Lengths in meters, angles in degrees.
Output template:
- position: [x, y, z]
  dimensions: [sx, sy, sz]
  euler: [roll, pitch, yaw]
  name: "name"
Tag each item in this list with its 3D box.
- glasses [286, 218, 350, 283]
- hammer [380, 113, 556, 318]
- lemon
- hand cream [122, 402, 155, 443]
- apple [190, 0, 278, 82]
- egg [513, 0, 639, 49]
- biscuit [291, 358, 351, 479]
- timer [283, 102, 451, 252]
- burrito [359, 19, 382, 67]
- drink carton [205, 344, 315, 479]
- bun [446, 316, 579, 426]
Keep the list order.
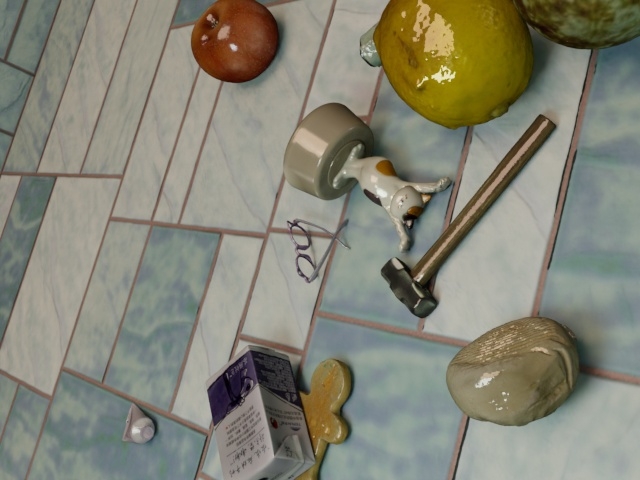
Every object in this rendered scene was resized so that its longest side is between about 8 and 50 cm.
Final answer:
- position: [0.000, 0.000, 1.444]
  dimensions: [0.104, 0.063, 0.139]
  euler: [-32, 53, 31]
  name: "glasses"
- position: [0.238, -0.045, 1.238]
  dimensions: [0.365, 0.043, 0.111]
  euler: [-52, 42, 13]
  name: "hammer"
- position: [0.208, -0.304, 1.237]
  dimensions: [0.233, 0.234, 0.288]
  euler: [-46, 66, 22]
  name: "lemon"
- position: [-0.394, 0.403, 1.694]
  dimensions: [0.142, 0.053, 0.084]
  euler: [-5, 68, 61]
  name: "hand cream"
- position: [-0.198, -0.457, 1.775]
  dimensions: [0.201, 0.162, 0.201]
  euler: [-23, 56, 40]
  name: "apple"
- position: [0.378, -0.394, 1.100]
  dimensions: [0.238, 0.238, 0.289]
  euler: [-50, 20, 18]
  name: "egg"
- position: [-0.011, 0.313, 1.338]
  dimensions: [0.153, 0.030, 0.234]
  euler: [22, 89, 48]
  name: "biscuit"
- position: [0.086, -0.108, 1.365]
  dimensions: [0.266, 0.175, 0.175]
  euler: [35, 100, 29]
  name: "timer"
- position: [0.182, -0.398, 1.398]
  dimensions: [0.229, 0.089, 0.144]
  euler: [-30, 10, 35]
  name: "burrito"
- position: [-0.107, 0.311, 1.348]
  dimensions: [0.134, 0.102, 0.222]
  euler: [-41, 46, 26]
  name: "drink carton"
- position: [0.263, 0.183, 1.046]
  dimensions: [0.173, 0.167, 0.113]
  euler: [-17, 104, 49]
  name: "bun"
